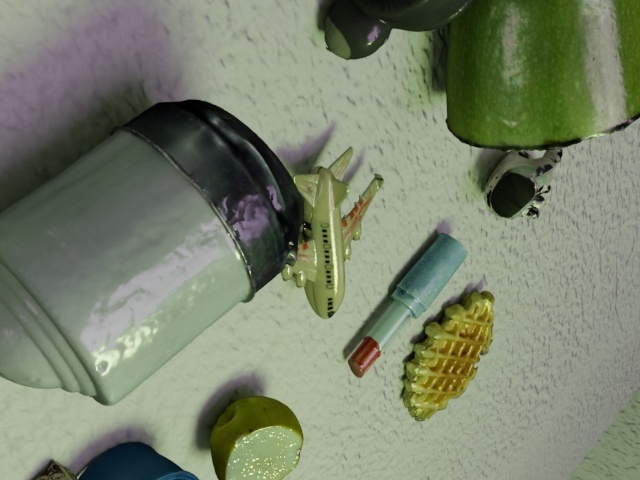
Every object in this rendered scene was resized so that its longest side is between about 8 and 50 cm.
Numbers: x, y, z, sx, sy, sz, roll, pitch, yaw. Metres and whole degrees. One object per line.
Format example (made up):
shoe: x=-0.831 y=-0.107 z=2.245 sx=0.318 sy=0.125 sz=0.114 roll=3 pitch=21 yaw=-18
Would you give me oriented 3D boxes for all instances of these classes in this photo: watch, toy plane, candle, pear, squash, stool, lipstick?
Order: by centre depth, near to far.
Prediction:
candle: x=-0.196 y=0.026 z=0.917 sx=0.342 sy=0.221 sz=0.221 roll=-41 pitch=143 yaw=-23
stool: x=0.085 y=-0.302 z=1.064 sx=0.139 sy=0.153 sz=0.228 roll=4 pitch=113 yaw=-54
watch: x=-0.226 y=0.369 z=1.231 sx=0.196 sy=0.171 sz=0.200 roll=-30 pitch=128 yaw=-53
squash: x=0.281 y=-0.317 z=1.246 sx=0.310 sy=0.310 sz=0.308 roll=-37 pitch=123 yaw=-28
toy plane: x=0.000 y=0.000 z=1.262 sx=0.229 sy=0.092 sz=0.244 roll=-30 pitch=139 yaw=-38
pear: x=-0.098 y=0.284 z=1.362 sx=0.141 sy=0.104 sz=0.141 roll=-11 pitch=118 yaw=-21
lipstick: x=0.137 y=0.109 z=1.553 sx=0.274 sy=0.061 sz=0.068 roll=-50 pitch=148 yaw=-11

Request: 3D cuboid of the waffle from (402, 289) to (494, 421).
waffle: x=0.246 y=0.224 z=1.796 sx=0.250 sy=0.056 sz=0.261 roll=-39 pitch=144 yaw=-25

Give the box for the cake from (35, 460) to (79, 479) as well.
cake: x=-0.350 y=0.322 z=1.138 sx=0.140 sy=0.055 sz=0.051 roll=-30 pitch=143 yaw=-8

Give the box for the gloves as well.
gloves: x=0.343 y=-0.102 z=1.616 sx=0.212 sy=0.111 sz=0.127 roll=-51 pitch=155 yaw=-68
